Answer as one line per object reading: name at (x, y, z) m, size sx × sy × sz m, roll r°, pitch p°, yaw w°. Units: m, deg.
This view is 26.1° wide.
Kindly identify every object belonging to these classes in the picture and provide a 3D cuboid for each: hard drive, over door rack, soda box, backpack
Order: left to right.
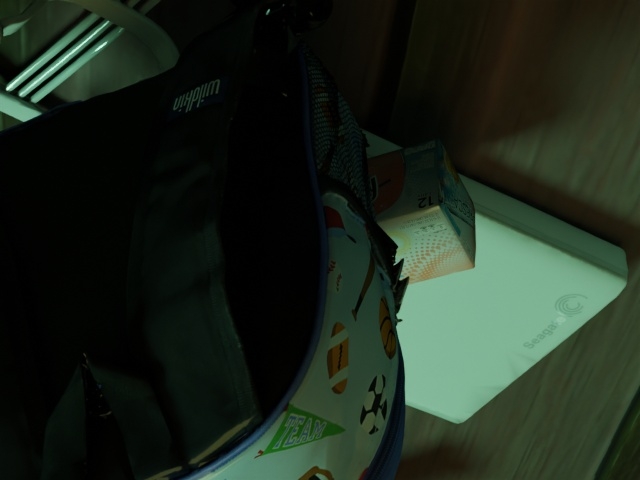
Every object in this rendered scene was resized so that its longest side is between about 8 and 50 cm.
over door rack at (-0.200, -0.158, 0.701) m, size 0.239 × 0.108 × 0.324 m, roll -33°, pitch 127°, yaw 32°
backpack at (-0.078, 0.050, 0.687) m, size 0.276 × 0.263 × 0.213 m, roll -25°, pitch 129°, yaw 17°
soda box at (0.000, 0.000, 0.844) m, size 0.183 × 0.058 × 0.063 m, roll -16°, pitch 135°, yaw 20°
hard drive at (0.022, 0.017, 0.936) m, size 0.307 × 0.040 × 0.203 m, roll 23°, pitch 135°, yaw -20°
